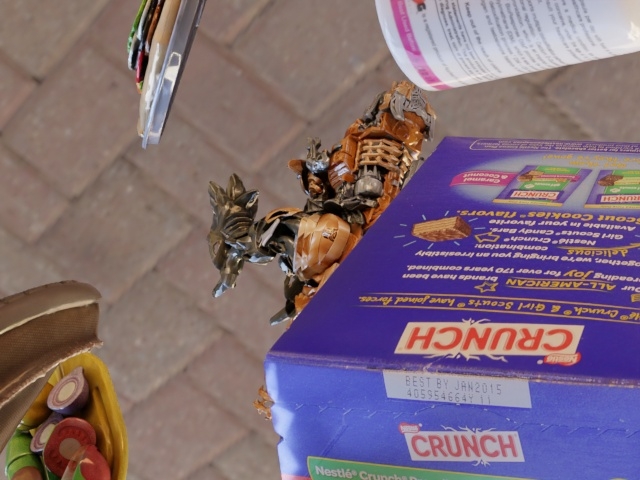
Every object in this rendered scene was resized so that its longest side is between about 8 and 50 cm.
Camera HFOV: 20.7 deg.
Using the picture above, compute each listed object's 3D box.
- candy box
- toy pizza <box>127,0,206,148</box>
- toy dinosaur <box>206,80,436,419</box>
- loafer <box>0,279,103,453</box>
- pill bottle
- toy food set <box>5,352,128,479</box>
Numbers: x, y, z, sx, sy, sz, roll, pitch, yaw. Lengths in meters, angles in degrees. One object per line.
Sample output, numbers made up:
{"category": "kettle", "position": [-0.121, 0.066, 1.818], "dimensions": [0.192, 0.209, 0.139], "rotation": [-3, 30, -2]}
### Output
{"category": "candy box", "position": [0.152, 0.050, 1.127], "dimensions": [0.268, 0.317, 0.122], "rotation": [4, 118, 26]}
{"category": "toy pizza", "position": [-0.079, -0.151, 1.007], "dimensions": [0.032, 0.201, 0.201], "rotation": [17, 135, -5]}
{"category": "toy dinosaur", "position": [0.000, 0.000, 1.634], "dimensions": [0.164, 0.322, 0.218], "rotation": [52, 151, -21]}
{"category": "loafer", "position": [-0.294, 0.149, 1.252], "dimensions": [0.134, 0.366, 0.130], "rotation": [-15, 106, 55]}
{"category": "pill bottle", "position": [0.202, -0.228, 1.488], "dimensions": [0.283, 0.160, 0.160], "rotation": [-9, 124, 28]}
{"category": "toy food set", "position": [-0.220, 0.179, 1.439], "dimensions": [0.071, 0.218, 0.128], "rotation": [16, 124, -37]}
